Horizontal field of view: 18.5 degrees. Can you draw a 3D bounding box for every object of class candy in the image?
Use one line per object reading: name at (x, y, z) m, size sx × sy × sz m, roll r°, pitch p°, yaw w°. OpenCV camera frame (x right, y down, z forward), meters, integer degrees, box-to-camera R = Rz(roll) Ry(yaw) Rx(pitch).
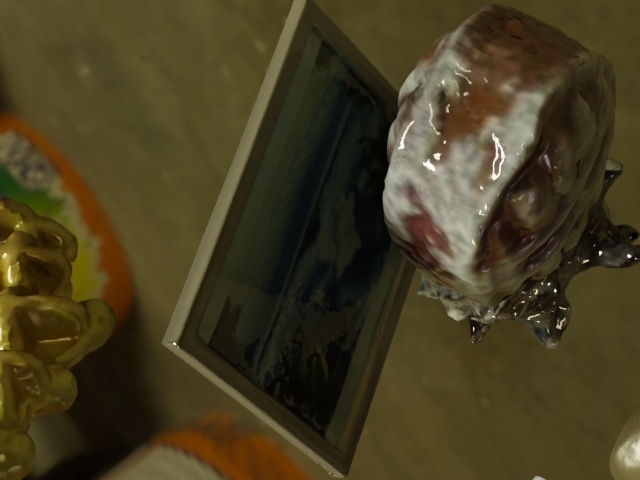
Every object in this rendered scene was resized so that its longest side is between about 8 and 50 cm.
candy at (0.140, -0.067, 1.552) m, size 0.157 × 0.214 × 0.289 m, roll 32°, pitch 170°, yaw 18°

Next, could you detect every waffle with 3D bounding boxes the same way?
waffle at (-0.265, 0.073, 1.023) m, size 0.283 × 0.309 × 0.065 m, roll 25°, pitch 145°, yaw 40°

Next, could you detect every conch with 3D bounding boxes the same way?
conch at (0.194, -0.025, 1.857) m, size 0.186 × 0.241 × 0.313 m, roll 41°, pitch 175°, yaw -14°

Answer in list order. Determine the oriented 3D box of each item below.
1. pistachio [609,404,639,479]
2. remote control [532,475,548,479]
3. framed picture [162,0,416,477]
pistachio at (0.353, 0.158, 1.647) m, size 0.226 × 0.136 × 0.136 m, roll -19°, pitch 111°, yaw 20°
remote control at (0.195, 0.177, 0.856) m, size 0.250 × 0.034 × 0.103 m, roll 27°, pitch 173°, yaw 46°
framed picture at (0.000, 0.000, 1.563) m, size 0.024 × 0.315 × 0.232 m, roll -3°, pitch 148°, yaw 39°
